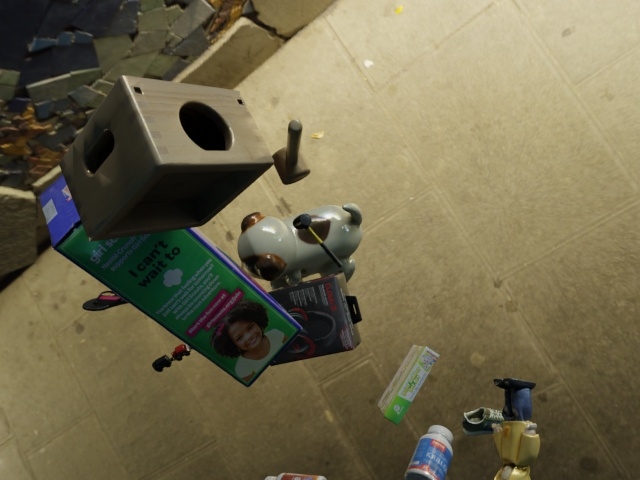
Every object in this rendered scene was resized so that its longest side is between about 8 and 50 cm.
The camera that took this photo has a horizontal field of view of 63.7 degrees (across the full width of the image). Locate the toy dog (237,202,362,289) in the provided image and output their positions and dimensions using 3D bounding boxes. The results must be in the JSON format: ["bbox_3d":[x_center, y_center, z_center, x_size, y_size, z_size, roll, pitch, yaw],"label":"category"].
[{"bbox_3d":[-0.077,0.028,1.697,0.395,0.408,0.284,-36,66,52],"label":"toy dog"}]

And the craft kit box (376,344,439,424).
[{"bbox_3d":[0.278,0.458,1.673,0.061,0.246,0.249,32,83,9],"label":"craft kit box"}]

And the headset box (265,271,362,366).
[{"bbox_3d":[-0.024,0.226,1.506,0.293,0.110,0.218,-14,89,16],"label":"headset box"}]

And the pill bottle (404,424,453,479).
[{"bbox_3d":[0.378,0.743,1.754,0.124,0.221,0.124,15,126,22],"label":"pill bottle"}]

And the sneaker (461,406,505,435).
[{"bbox_3d":[0.575,0.606,1.752,0.192,0.064,0.086,-14,115,9],"label":"sneaker"}]

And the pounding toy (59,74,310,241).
[{"bbox_3d":[-0.098,-0.092,0.482,0.181,0.206,0.094,-34,77,36],"label":"pounding toy"}]

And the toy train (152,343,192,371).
[{"bbox_3d":[-0.332,0.264,1.229,0.158,0.036,0.027,-30,48,0],"label":"toy train"}]

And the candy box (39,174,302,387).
[{"bbox_3d":[-0.212,0.027,0.717,0.122,0.317,0.268,-49,34,-7],"label":"candy box"}]

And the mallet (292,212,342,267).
[{"bbox_3d":[0.000,0.000,1.435,0.189,0.062,0.039,46,66,-2],"label":"mallet"}]

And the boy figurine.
[{"bbox_3d":[0.479,0.493,1.286,0.092,0.177,0.285,12,75,-9],"label":"boy figurine"}]

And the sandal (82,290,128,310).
[{"bbox_3d":[-0.615,0.168,1.535,0.067,0.179,0.040,40,135,51],"label":"sandal"}]

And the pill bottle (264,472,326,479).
[{"bbox_3d":[-0.090,0.877,1.789,0.216,0.121,0.121,-6,91,22],"label":"pill bottle"}]
